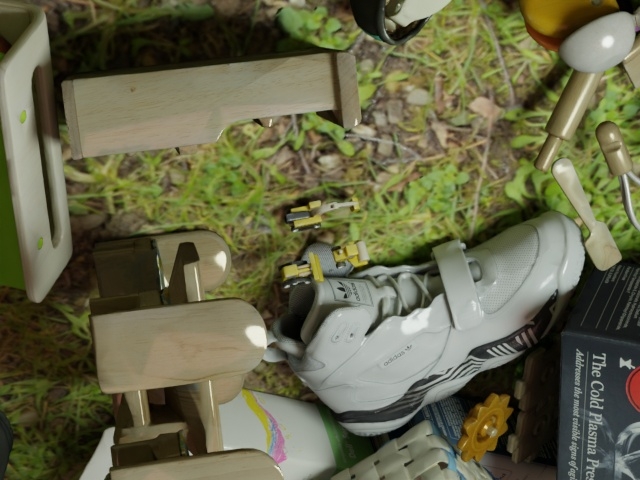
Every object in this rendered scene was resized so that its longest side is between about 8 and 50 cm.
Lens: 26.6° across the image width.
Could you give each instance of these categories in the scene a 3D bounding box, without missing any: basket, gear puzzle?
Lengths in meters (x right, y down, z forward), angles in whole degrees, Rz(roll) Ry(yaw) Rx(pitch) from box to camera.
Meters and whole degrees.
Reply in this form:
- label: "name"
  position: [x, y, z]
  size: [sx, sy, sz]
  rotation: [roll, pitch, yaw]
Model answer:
- label: "basket"
  position: [0.126, 0.373, 1.563]
  size: [0.254, 0.201, 0.289]
  rotation: [-34, 125, 8]
- label: "gear puzzle"
  position: [0.262, 0.166, 1.577]
  size: [0.339, 0.044, 0.176]
  rotation: [-28, 133, -38]

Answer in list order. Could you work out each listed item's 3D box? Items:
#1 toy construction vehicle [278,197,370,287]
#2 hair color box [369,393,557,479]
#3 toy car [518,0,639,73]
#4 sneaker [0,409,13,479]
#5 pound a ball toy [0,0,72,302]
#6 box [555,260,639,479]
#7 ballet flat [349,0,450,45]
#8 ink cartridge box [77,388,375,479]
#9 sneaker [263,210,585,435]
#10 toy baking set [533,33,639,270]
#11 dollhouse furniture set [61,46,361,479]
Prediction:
- label: "toy construction vehicle"
  position: [0.000, 0.000, 1.439]
  size: [0.098, 0.086, 0.035]
  rotation: [-10, 164, -5]
- label: "hair color box"
  position: [0.211, 0.304, 1.737]
  size: [0.347, 0.105, 0.174]
  rotation: [16, 123, -26]
- label: "toy car"
  position: [0.277, -0.243, 1.297]
  size: [0.182, 0.159, 0.136]
  rotation: [-24, 165, 5]
- label: "sneaker"
  position: [-0.408, 0.303, 1.554]
  size: [0.109, 0.130, 0.286]
  rotation: [0, 127, -12]
- label: "pound a ball toy"
  position: [-0.346, -0.113, 1.250]
  size: [0.208, 0.136, 0.319]
  rotation: [9, 130, 10]
- label: "box"
  position: [0.426, 0.224, 1.462]
  size: [0.312, 0.179, 0.343]
  rotation: [8, 120, 21]
- label: "ballet flat"
  position: [0.140, -0.283, 1.240]
  size: [0.095, 0.096, 0.280]
  rotation: [27, 117, -31]
- label: "ink cartridge box"
  position: [-0.132, 0.280, 1.614]
  size: [0.353, 0.119, 0.207]
  rotation: [16, 122, -27]
- label: "sneaker"
  position: [0.105, 0.066, 1.490]
  size: [0.366, 0.137, 0.210]
  rotation: [-39, 130, 20]
- label: "toy baking set"
  position: [0.321, -0.099, 1.422]
  size: [0.196, 0.030, 0.256]
  rotation: [27, 97, -22]
- label: "dollhouse furniture set"
  position: [-0.088, 0.028, 1.280]
  size: [0.256, 0.362, 0.394]
  rotation: [-7, 100, -7]
